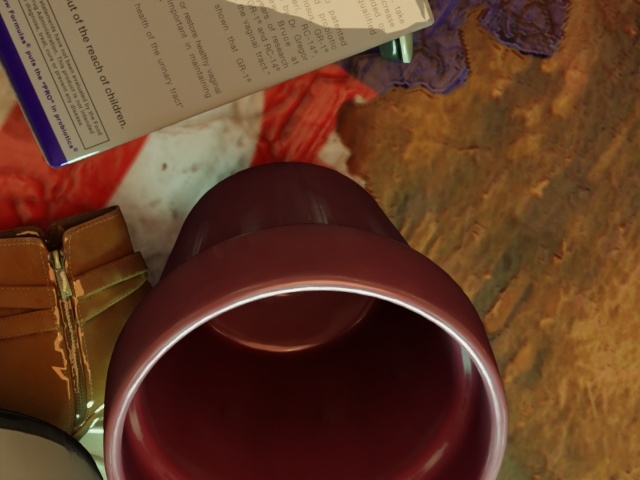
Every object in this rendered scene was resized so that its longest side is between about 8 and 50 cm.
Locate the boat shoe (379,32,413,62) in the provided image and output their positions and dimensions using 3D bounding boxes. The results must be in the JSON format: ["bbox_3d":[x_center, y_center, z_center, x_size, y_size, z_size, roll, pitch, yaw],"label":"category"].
[{"bbox_3d":[0.030,-0.170,0.841,0.042,0.049,0.133,-9,114,13],"label":"boat shoe"}]

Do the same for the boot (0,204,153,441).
[{"bbox_3d":[-0.179,0.072,0.794,0.197,0.073,0.152,-20,106,-19],"label":"boot"}]

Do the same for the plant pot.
[{"bbox_3d":[-0.014,0.055,0.746,0.201,0.180,0.201,-3,123,-4],"label":"plant pot"}]

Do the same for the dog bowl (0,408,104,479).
[{"bbox_3d":[-0.257,0.269,0.682,0.408,0.150,0.408,-28,150,-18],"label":"dog bowl"}]

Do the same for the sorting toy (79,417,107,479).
[{"bbox_3d":[-0.114,0.123,0.874,0.208,0.038,0.193,5,101,-12],"label":"sorting toy"}]

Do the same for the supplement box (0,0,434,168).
[{"bbox_3d":[-0.063,-0.139,0.760,0.220,0.111,0.114,-21,108,4],"label":"supplement box"}]
